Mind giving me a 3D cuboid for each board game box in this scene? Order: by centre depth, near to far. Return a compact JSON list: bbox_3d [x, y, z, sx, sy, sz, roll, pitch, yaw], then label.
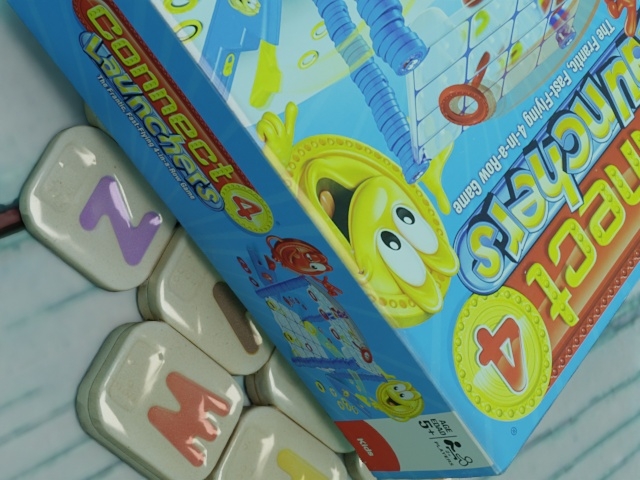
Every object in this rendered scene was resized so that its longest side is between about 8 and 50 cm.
[{"bbox_3d":[0.051,-0.102,0.735,0.302,0.086,0.308,53,56,-18],"label":"board game box"}]

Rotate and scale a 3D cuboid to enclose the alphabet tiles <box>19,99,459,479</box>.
[{"bbox_3d":[0.000,0.000,0.750,0.278,0.021,0.284,42,61,-28],"label":"alphabet tiles"}]
